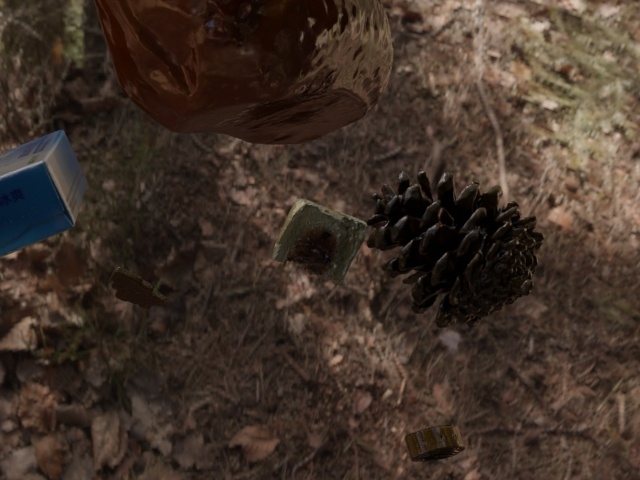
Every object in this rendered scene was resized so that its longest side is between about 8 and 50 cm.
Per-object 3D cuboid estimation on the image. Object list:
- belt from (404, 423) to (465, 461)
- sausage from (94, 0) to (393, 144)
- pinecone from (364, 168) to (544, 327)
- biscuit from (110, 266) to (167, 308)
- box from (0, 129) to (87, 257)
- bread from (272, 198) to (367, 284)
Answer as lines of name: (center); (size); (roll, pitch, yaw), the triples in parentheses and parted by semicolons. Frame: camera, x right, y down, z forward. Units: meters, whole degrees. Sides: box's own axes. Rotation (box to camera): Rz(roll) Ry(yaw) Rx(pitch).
belt: (0.141, 0.254, 1.196); (0.083, 0.059, 0.036); (8, 56, -44)
sausage: (-0.032, -0.120, 0.509); (0.133, 0.258, 0.133); (1, 92, 17)
pinecone: (0.208, 0.010, 1.521); (0.244, 0.244, 0.309); (-35, 58, -27)
biscuit: (-0.252, 0.062, 1.295); (0.082, 0.092, 0.016); (4, 53, 28)
box: (-0.313, -0.040, 0.958); (0.139, 0.073, 0.194); (-22, 17, -4)
bread: (0.000, 0.000, 0.936); (0.083, 0.070, 0.035); (25, 8, -21)
